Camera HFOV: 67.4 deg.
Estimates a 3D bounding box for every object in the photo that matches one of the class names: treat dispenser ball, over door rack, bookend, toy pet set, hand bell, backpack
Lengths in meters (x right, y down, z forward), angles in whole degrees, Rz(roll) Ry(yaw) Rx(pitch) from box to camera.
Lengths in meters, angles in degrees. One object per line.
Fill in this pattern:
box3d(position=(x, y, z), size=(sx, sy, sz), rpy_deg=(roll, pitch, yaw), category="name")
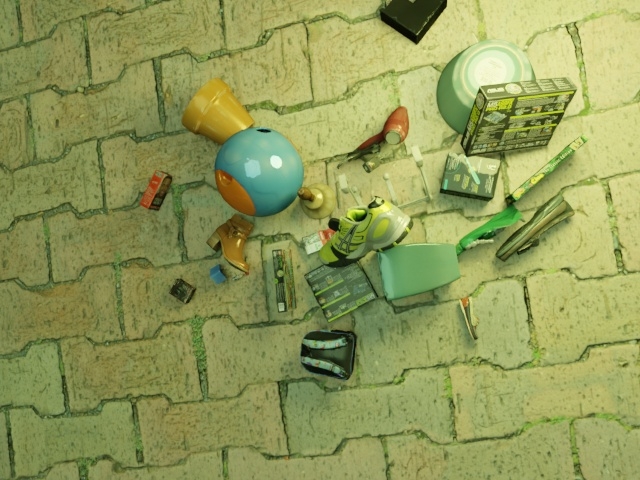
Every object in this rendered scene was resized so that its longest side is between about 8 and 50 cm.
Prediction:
box3d(position=(-0.196, -0.220, 1.552), size=(0.288, 0.288, 0.288), rpy_deg=(0, 88, 12), category="treat dispenser ball")
box3d(position=(0.204, -0.175, 1.454), size=(0.239, 0.324, 0.108), rpy_deg=(-20, 68, 12), category="over door rack")
box3d(position=(0.303, -0.759, 1.569), size=(0.157, 0.072, 0.156), rpy_deg=(39, 95, 11), category="bookend")
box3d(position=(-0.332, 0.093, 1.685), size=(0.114, 0.065, 0.122), rpy_deg=(-30, 82, 10), category="toy pet set")
box3d(position=(-0.031, -0.139, 1.537), size=(0.126, 0.242, 0.126), rpy_deg=(0, 88, 11), category="hand bell")
box3d(position=(0.026, 0.365, 1.573), size=(0.173, 0.117, 0.158), rpy_deg=(4, 90, 12), category="backpack")

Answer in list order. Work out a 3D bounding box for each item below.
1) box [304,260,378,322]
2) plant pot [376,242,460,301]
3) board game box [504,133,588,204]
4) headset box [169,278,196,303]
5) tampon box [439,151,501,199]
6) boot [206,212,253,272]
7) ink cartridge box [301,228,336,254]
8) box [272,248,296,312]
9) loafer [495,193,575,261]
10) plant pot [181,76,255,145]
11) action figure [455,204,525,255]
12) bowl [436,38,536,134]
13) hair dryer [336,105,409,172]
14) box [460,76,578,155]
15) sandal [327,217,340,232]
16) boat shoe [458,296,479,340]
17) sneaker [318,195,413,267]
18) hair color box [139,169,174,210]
box3d(position=(0.068, 0.153, 1.608), size=(0.190, 0.045, 0.184), rpy_deg=(-29, 85, 9), category="box")
box3d(position=(0.305, 0.086, 1.503), size=(0.234, 0.165, 0.166), rpy_deg=(-9, 86, 4), category="plant pot")
box3d(position=(0.672, -0.207, 1.442), size=(0.259, 0.136, 0.030), rpy_deg=(-42, 78, 7), category="board game box")
box3d(position=(-0.495, 0.185, 1.734), size=(0.083, 0.032, 0.062), rpy_deg=(31, 95, 13), category="headset box")
box3d(position=(0.466, -0.198, 1.502), size=(0.161, 0.101, 0.120), rpy_deg=(12, 92, 11), category="tampon box")
box3d(position=(-0.281, 0.006, 1.659), size=(0.197, 0.073, 0.152), rpy_deg=(40, 77, 13), category="boot")
box3d(position=(0.000, 0.000, 1.634), size=(0.115, 0.029, 0.063), rpy_deg=(-21, 84, 11), category="ink cartridge box")
box3d(position=(-0.121, 0.132, 1.613), size=(0.036, 0.114, 0.207), rpy_deg=(-7, 88, 12), category="box")
box3d(position=(0.658, -0.023, 1.463), size=(0.084, 0.096, 0.267), rpy_deg=(45, 95, 4), category="loafer")
box3d(position=(-0.336, -0.416, 1.646), size=(0.188, 0.205, 0.205), rpy_deg=(39, 97, -5), category="plant pot")
box3d(position=(0.514, -0.021, 1.491), size=(0.232, 0.137, 0.063), rpy_deg=(-32, 95, 18), category="action figure")
box3d(position=(0.516, -0.482, 1.470), size=(0.311, 0.163, 0.311), rpy_deg=(0, 89, 12), category="bowl")
box3d(position=(0.183, -0.337, 1.540), size=(0.293, 0.223, 0.080), rpy_deg=(-43, 119, -12), category="hair dryer")
box3d(position=(0.567, -0.357, 1.394), size=(0.270, 0.216, 0.060), rpy_deg=(-9, 54, -7), category="box")
box3d(position=(0.111, -0.031, 1.596), size=(0.179, 0.040, 0.067), rpy_deg=(28, 133, 1), category="sandal")
box3d(position=(0.477, 0.247, 1.516), size=(0.043, 0.049, 0.137), rpy_deg=(-17, 80, 9), category="boat shoe")
box3d(position=(0.109, -0.030, 1.460), size=(0.147, 0.145, 0.384), rpy_deg=(47, 140, -12), category="sneaker")
box3d(position=(-0.594, -0.182, 1.746), size=(0.043, 0.072, 0.141), rpy_deg=(27, 95, 12), category="hair color box")
